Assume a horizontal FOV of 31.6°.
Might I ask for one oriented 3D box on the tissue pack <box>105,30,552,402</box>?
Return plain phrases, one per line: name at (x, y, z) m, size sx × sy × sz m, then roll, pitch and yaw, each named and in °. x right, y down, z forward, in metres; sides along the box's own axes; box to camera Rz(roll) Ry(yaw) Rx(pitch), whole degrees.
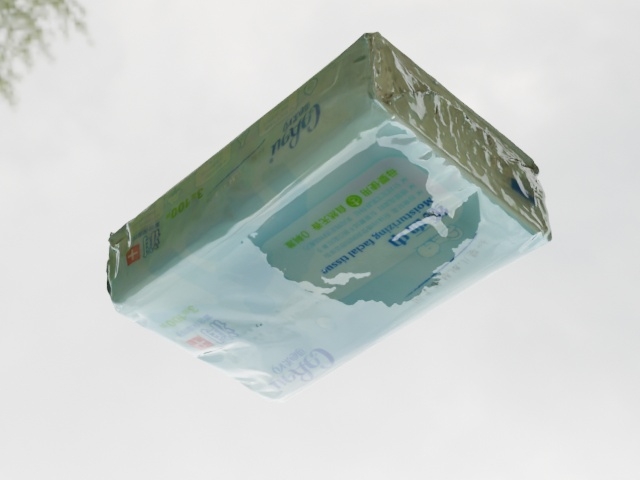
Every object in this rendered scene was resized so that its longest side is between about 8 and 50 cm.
tissue pack at (0.000, 0.000, 0.763) m, size 0.177 × 0.263 × 0.089 m, roll 34°, pitch -141°, yaw -31°
